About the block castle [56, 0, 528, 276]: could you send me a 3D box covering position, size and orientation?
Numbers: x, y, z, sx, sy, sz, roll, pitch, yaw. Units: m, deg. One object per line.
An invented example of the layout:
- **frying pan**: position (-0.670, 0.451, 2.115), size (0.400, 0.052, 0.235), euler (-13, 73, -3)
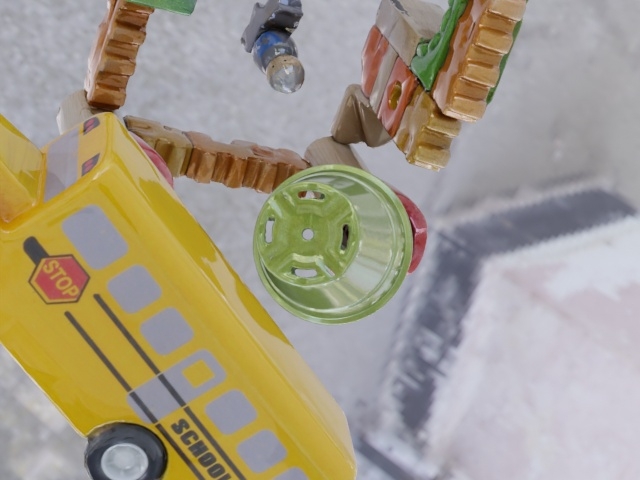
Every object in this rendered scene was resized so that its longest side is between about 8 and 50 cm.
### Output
- **block castle**: position (-0.004, -0.195, 1.419), size (0.303, 0.213, 0.453), euler (11, 112, -21)

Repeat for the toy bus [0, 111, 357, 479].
- **toy bus**: position (-0.122, 0.043, 1.153), size (0.130, 0.108, 0.332), euler (-32, 114, 10)

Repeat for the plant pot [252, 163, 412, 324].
- **plant pot**: position (0.000, 0.000, 0.942), size (0.083, 0.083, 0.079), euler (-57, 171, 2)
